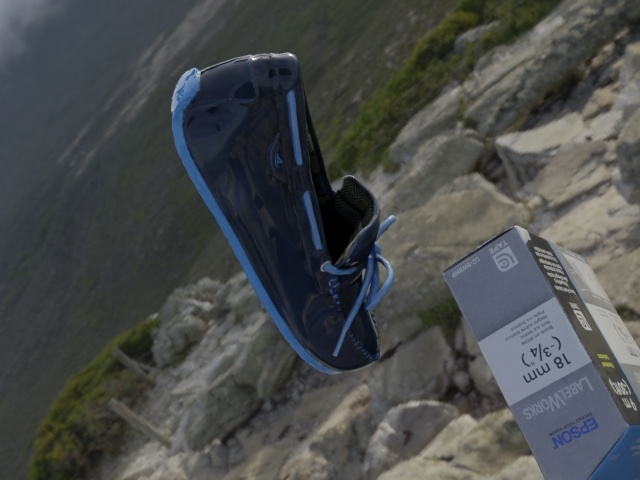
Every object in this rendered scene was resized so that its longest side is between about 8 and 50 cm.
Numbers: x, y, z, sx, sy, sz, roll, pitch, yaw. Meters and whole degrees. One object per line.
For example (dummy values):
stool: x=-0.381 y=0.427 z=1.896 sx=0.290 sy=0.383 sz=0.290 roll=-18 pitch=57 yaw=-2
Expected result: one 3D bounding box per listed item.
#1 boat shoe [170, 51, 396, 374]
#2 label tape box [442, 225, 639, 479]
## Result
boat shoe: x=0.000 y=0.000 z=0.521 sx=0.089 sy=0.258 sz=0.109 roll=-19 pitch=48 yaw=11
label tape box: x=0.286 y=0.165 z=0.887 sx=0.106 sy=0.240 sz=0.334 roll=-35 pitch=63 yaw=24
